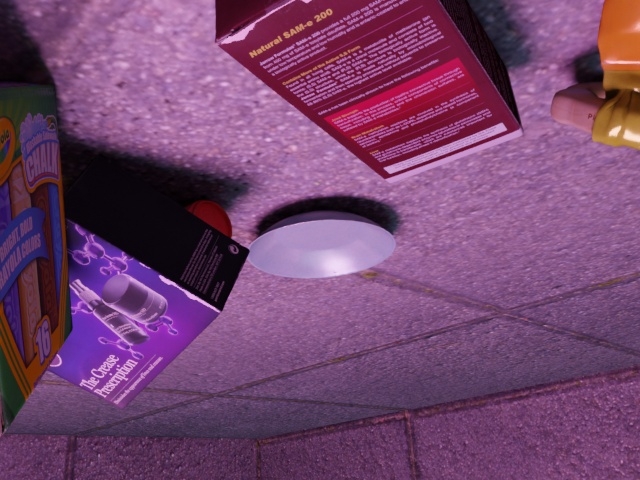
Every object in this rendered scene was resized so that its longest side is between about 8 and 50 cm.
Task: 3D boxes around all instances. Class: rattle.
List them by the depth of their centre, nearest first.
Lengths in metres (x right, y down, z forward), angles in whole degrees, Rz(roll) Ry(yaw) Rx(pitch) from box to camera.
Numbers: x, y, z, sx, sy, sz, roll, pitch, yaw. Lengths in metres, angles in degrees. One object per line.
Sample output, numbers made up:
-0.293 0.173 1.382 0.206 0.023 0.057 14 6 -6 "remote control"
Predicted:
0.296 -0.153 0.509 0.200 0.142 0.130 -12 -167 -21 "rattle"

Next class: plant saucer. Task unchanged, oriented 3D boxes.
0.000 0.000 0.797 0.195 0.037 0.195 -4 157 -2 "plant saucer"

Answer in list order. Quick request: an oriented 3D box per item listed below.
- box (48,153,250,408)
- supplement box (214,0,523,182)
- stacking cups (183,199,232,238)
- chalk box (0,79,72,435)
-0.230 0.060 0.672 0.184 0.103 0.261 35 130 -13 "box"
0.049 -0.134 0.450 0.130 0.073 0.239 -18 154 27 "supplement box"
-0.243 0.028 0.775 0.316 0.096 0.096 -27 148 33 "stacking cups"
-0.296 -0.032 0.431 0.180 0.288 0.179 1 -166 -8 "chalk box"
